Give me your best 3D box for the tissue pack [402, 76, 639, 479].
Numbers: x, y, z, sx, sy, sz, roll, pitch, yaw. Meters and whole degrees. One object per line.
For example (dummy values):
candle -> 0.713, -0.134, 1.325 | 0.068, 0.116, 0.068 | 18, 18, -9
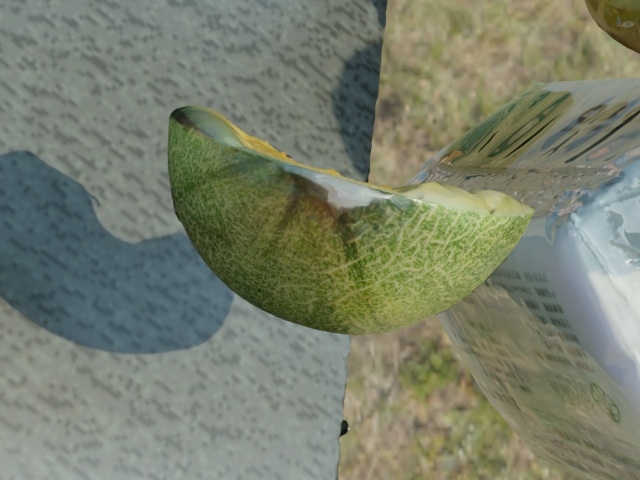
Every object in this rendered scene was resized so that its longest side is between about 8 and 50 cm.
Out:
tissue pack -> 0.214, 0.037, 1.055 | 0.194, 0.266, 0.356 | -33, 12, -11

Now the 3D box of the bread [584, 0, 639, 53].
bread -> 0.193, -0.188, 0.875 | 0.133, 0.174, 0.251 | -1, 26, 30

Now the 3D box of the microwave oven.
microwave oven -> -0.170, -0.024, 0.870 | 0.374, 0.236, 0.432 | 19, 64, -28

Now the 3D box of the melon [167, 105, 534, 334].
melon -> 0.000, 0.000, 0.629 | 0.160, 0.128, 0.079 | 17, 92, 5
